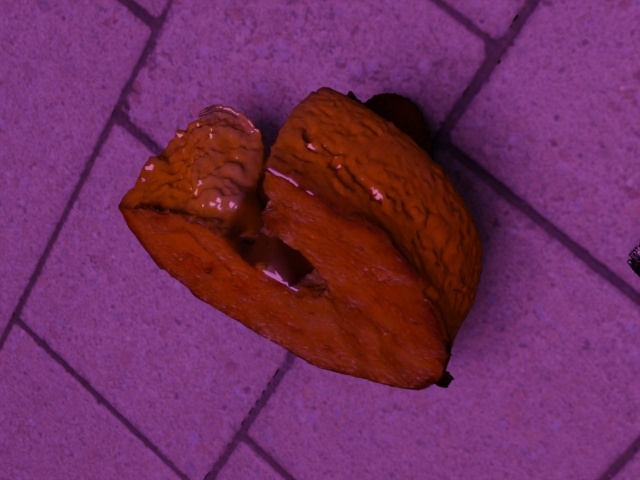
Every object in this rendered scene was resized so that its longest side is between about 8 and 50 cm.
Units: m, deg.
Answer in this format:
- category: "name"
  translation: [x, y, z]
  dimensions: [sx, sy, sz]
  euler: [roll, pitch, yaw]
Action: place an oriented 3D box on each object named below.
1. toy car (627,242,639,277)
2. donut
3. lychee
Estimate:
- category: "toy car"
  translation: [0.401, -0.015, 1.224]
  dimensions: [0.071, 0.062, 0.165]
  euler: [43, 121, 10]
- category: "donut"
  translation: [0.000, 0.000, 1.328]
  dimensions: [0.435, 0.163, 0.377]
  euler: [0, 137, 50]
- category: "lychee"
  translation: [0.073, -0.115, 1.347]
  dimensions: [0.114, 0.114, 0.146]
  euler: [-30, 108, 32]
